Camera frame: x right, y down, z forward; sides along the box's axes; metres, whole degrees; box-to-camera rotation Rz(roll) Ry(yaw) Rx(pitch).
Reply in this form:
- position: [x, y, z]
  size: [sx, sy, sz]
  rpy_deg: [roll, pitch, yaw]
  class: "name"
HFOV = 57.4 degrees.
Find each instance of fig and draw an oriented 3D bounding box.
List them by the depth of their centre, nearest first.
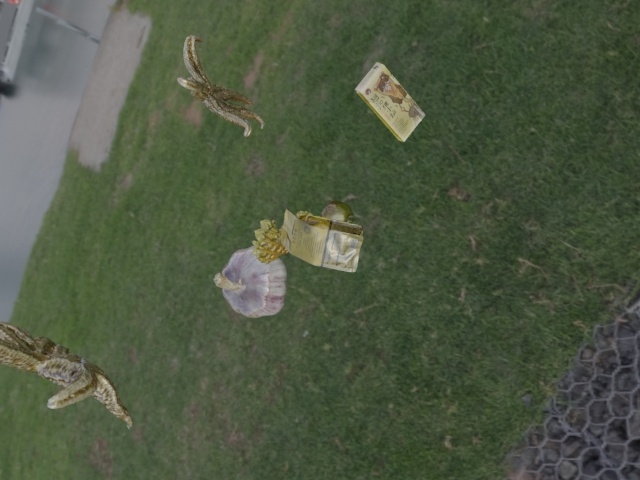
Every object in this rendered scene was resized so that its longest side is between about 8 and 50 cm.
- position: [0.053, -0.061, 1.509]
  size: [0.098, 0.084, 0.082]
  rpy_deg: [22, 72, 26]
  class: "fig"

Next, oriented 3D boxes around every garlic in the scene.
- position: [-0.246, 0.133, 1.891]
  size: [0.245, 0.253, 0.245]
  rpy_deg: [-2, 86, 33]
  class: "garlic"

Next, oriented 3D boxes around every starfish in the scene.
- position: [-0.312, 0.137, 0.645]
  size: [0.236, 0.277, 0.062]
  rpy_deg: [13, 70, 36]
  class: "starfish"
- position: [-0.286, -0.410, 1.597]
  size: [0.094, 0.375, 0.327]
  rpy_deg: [-35, 94, 18]
  class: "starfish"

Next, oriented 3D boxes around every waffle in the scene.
- position: [-0.098, -0.012, 1.514]
  size: [0.051, 0.194, 0.149]
  rpy_deg: [43, 136, 24]
  class: "waffle"

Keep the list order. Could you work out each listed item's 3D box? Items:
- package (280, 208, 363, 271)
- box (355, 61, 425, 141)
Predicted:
- position: [0.000, 0.000, 0.918]
  size: [0.047, 0.131, 0.071]
  rpy_deg: [-76, 0, -59]
  class: "package"
- position: [0.136, -0.264, 1.123]
  size: [0.073, 0.149, 0.020]
  rpy_deg: [-52, 29, -5]
  class: "box"
